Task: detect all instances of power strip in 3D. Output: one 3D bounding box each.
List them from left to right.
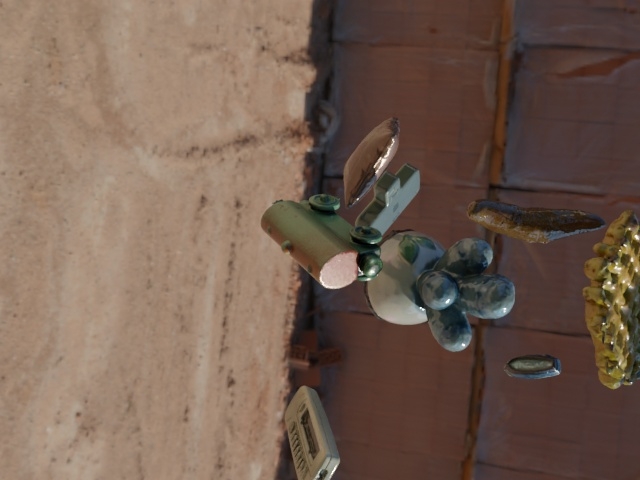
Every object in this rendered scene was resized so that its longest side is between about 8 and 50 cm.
[{"bbox_3d":[0.197,-0.123,2.212,0.265,0.059,0.193,-49,155,-19],"label":"power strip"}]

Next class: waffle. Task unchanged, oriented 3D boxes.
[{"bbox_3d":[0.542,0.115,1.348,0.329,0.062,0.329,-7,100,-51],"label":"waffle"}]

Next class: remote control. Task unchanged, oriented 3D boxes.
[{"bbox_3d":[-0.014,0.342,1.309,0.090,0.049,0.230,-59,-161,14],"label":"remote control"}]

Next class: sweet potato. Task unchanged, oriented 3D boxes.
[{"bbox_3d":[0.521,-0.041,1.861,0.114,0.342,0.092,100,-3,-67],"label":"sweet potato"}]

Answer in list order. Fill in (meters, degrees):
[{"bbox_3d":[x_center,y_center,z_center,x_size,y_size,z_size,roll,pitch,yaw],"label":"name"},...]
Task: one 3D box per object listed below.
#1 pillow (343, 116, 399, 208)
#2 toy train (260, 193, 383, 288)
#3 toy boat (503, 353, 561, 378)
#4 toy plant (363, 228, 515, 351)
[{"bbox_3d":[0.125,-0.205,1.903,0.223,0.084,0.236,-54,-171,19],"label":"pillow"},{"bbox_3d":[0.000,0.000,1.507,0.177,0.285,0.116,-12,124,-29],"label":"toy train"},{"bbox_3d":[0.514,0.309,1.838,0.061,0.137,0.060,45,42,-57],"label":"toy boat"},{"bbox_3d":[0.280,0.106,1.641,0.247,0.332,0.247,-8,104,-34],"label":"toy plant"}]
